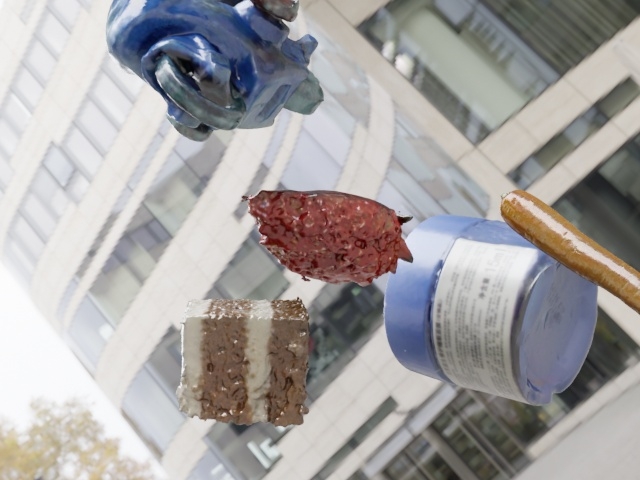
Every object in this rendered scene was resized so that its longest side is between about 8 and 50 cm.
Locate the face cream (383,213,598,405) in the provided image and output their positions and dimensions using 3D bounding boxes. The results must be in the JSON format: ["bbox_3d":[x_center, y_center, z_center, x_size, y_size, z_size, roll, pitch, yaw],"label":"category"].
[{"bbox_3d":[0.250,0.097,1.348,0.249,0.225,0.248,-15,-69,-45],"label":"face cream"}]

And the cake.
[{"bbox_3d":[-0.090,0.135,1.084,0.134,0.147,0.135,-141,54,-81],"label":"cake"}]

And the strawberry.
[{"bbox_3d":[0.010,-0.002,1.158,0.175,0.097,0.228,-4,-14,27],"label":"strawberry"}]

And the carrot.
[{"bbox_3d":[0.272,0.021,0.939,0.043,0.248,0.043,-28,-41,-27],"label":"carrot"}]

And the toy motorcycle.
[{"bbox_3d":[-0.134,-0.199,1.011,0.319,0.241,0.181,-26,-49,-67],"label":"toy motorcycle"}]
